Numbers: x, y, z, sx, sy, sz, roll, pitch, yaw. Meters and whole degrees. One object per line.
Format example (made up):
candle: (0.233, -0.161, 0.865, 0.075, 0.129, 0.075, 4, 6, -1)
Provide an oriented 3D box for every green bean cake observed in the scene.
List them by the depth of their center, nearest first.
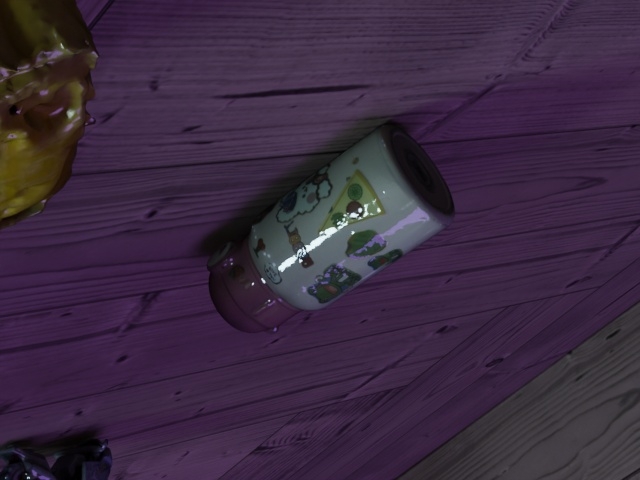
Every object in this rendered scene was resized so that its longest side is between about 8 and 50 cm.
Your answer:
green bean cake: (-0.254, -0.079, 0.999, 0.230, 0.131, 0.224, -20, 162, -21)

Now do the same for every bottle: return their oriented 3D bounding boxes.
bottle: (0.000, 0.000, 1.612, 0.253, 0.120, 0.120, -34, 161, 20)

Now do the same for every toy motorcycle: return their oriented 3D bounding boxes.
toy motorcycle: (-0.309, 0.287, 1.985, 0.080, 0.122, 0.215, -17, 155, 27)
